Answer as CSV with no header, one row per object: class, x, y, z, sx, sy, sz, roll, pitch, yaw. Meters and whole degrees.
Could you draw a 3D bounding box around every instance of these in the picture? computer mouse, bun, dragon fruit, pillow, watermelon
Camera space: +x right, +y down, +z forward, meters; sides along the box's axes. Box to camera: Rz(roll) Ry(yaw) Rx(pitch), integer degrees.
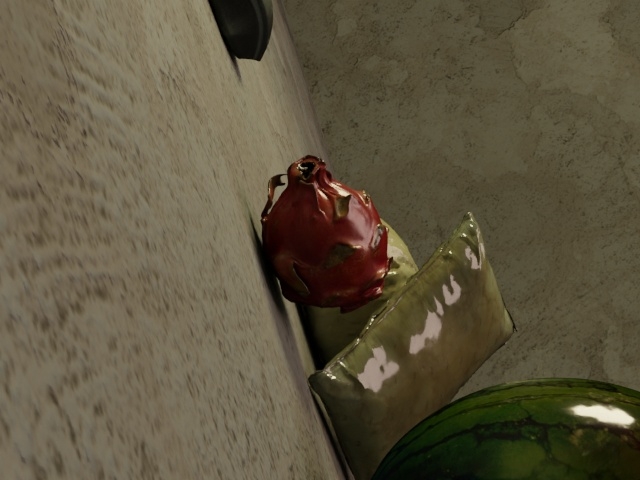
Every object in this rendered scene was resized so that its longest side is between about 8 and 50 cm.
computer mouse,-0.107,-0.328,1.563,0.126,0.071,0.231,-102,173,-56
bun,0.056,0.077,1.506,0.244,0.153,0.243,-15,90,-82
dragon fruit,0.000,0.000,1.250,0.136,0.133,0.165,12,-50,44
pillow,0.108,0.127,1.394,0.075,0.302,0.184,13,-44,44
watermelon,0.199,0.284,1.070,0.363,0.363,0.363,-18,90,-86
